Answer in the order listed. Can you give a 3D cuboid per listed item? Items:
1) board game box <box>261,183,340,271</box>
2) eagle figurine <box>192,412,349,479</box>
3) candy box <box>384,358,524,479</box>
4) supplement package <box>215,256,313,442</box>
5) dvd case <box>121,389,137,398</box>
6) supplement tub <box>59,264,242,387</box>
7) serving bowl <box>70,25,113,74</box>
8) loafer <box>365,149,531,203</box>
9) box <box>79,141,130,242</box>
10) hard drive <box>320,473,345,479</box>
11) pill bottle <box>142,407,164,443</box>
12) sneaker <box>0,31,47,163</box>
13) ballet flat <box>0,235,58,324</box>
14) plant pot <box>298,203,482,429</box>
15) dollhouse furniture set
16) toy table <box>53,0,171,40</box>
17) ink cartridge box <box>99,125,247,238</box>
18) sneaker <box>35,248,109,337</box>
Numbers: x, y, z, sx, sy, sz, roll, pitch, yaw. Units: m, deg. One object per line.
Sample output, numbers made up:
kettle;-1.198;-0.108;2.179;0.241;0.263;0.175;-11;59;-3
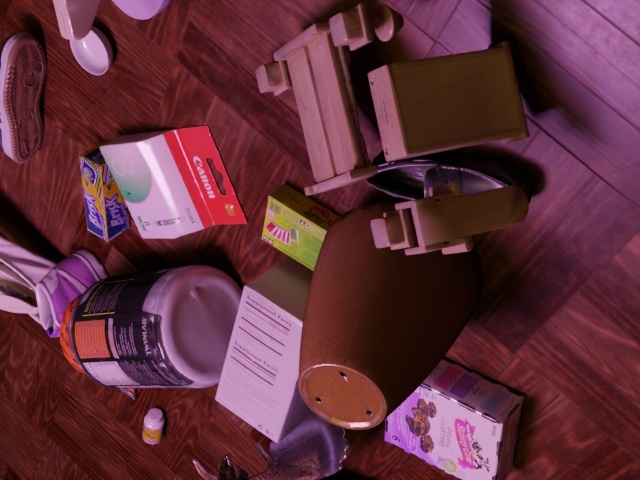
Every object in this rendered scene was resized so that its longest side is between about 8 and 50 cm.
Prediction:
board game box;0.000;0.000;1.562;0.181;0.043;0.092;32;137;20
eagle figurine;-0.031;0.424;1.808;0.298;0.226;0.225;-22;64;20
candy box;0.198;0.270;1.575;0.196;0.070;0.165;23;133;28
supplement package;-0.055;0.168;1.646;0.134;0.139;0.244;31;126;20
dvd case;-0.414;0.269;2.169;0.087;0.013;0.119;31;138;20
supplement tub;-0.298;0.156;1.826;0.338;0.207;0.207;-7;115;45
serving bowl;-0.358;-0.306;1.656;0.083;0.027;0.083;24;133;28
loafer;0.160;-0.070;1.336;0.223;0.078;0.076;16;130;33
box;-0.376;-0.083;1.822;0.054;0.059;0.169;28;135;26
hard drive;-0.013;0.455;1.947;0.094;0.022;0.135;38;139;13
pill bottle;-0.348;0.385;2.176;0.043;0.043;0.083;33;137;18
sneaker;-0.564;-0.271;1.814;0.153;0.099;0.282;34;141;14
ballet flat;-0.665;0.040;2.023;0.400;0.139;0.139;29;141;-11
plant pot;0.072;0.118;1.390;0.237;0.254;0.237;13;132;15
dollhouse furniture set;0.086;-0.128;1.324;0.355;0.174;0.303;-11;91;65
toy table;-0.314;-0.416;1.430;0.252;0.161;0.274;5;122;39
ink cartridge box;-0.242;-0.090;1.704;0.224;0.056;0.181;1;121;43
sneaker;-0.440;0.173;2.005;0.102;0.161;0.282;-27;102;48
